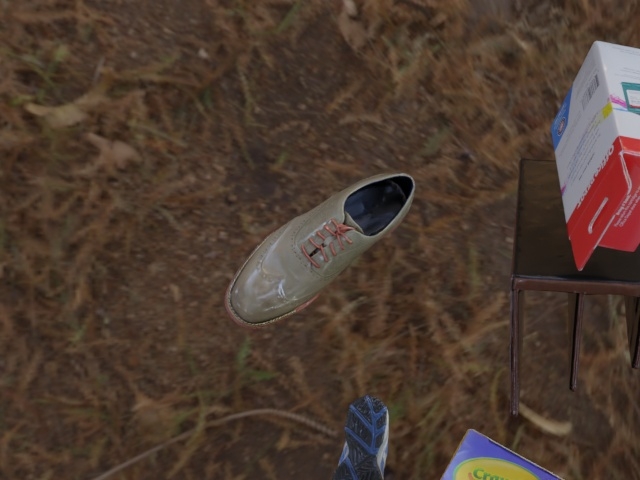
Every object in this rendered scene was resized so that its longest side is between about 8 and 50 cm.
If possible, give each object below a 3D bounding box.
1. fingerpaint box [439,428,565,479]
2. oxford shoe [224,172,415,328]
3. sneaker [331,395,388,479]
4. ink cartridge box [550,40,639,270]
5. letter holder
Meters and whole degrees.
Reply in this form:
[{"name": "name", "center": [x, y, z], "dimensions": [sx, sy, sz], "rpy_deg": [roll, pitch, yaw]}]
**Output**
[{"name": "fingerpaint box", "center": [0.346, 0.487, 1.613], "dimensions": [0.444, 0.371, 0.163], "rpy_deg": [27, 64, 16]}, {"name": "oxford shoe", "center": [0.000, 0.000, 1.797], "dimensions": [0.348, 0.130, 0.123], "rpy_deg": [-41, 88, -20]}, {"name": "sneaker", "center": [0.064, 0.338, 1.748], "dimensions": [0.080, 0.081, 0.211], "rpy_deg": [11, 70, 16]}, {"name": "ink cartridge box", "center": [0.314, -0.085, 1.261], "dimensions": [0.078, 0.231, 0.134], "rpy_deg": [10, 136, -9]}, {"name": "letter holder", "center": [0.310, 0.062, 1.463], "dimensions": [0.152, 0.302, 0.214], "rpy_deg": [3, 120, 10]}]
